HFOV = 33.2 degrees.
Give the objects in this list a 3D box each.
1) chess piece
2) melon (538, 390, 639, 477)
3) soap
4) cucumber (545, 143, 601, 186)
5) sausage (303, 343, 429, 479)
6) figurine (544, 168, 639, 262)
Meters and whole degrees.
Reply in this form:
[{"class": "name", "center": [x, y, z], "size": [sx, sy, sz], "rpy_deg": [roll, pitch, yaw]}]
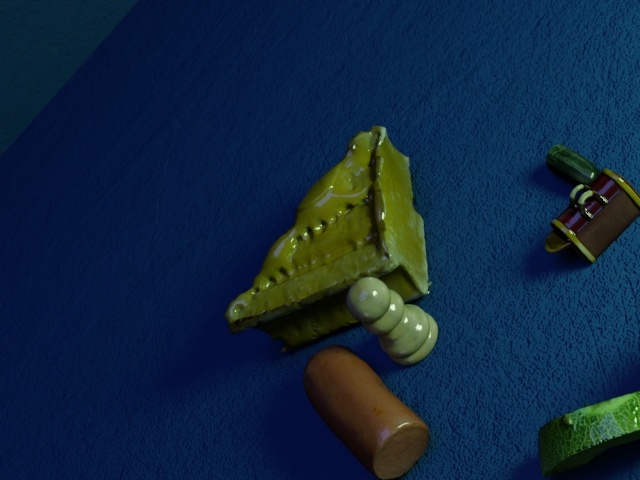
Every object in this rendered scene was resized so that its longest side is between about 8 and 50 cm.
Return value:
[{"class": "chess piece", "center": [0.104, 0.120, 1.668], "size": [0.094, 0.170, 0.094], "rpy_deg": [-21, 50, 27]}, {"class": "melon", "center": [0.373, 0.243, 1.389], "size": [0.209, 0.118, 0.064], "rpy_deg": [-21, 62, 13]}, {"class": "soap", "center": [0.000, 0.000, 1.854], "size": [0.338, 0.169, 0.304], "rpy_deg": [-23, 47, 25]}, {"class": "cucumber", "center": [0.399, -0.111, 1.674], "size": [0.048, 0.048, 0.105], "rpy_deg": [-49, 41, 1]}, {"class": "sausage", "center": [0.056, 0.254, 1.658], "size": [0.113, 0.113, 0.259], "rpy_deg": [-49, 41, 1]}, {"class": "figurine", "center": [0.393, -0.037, 1.587], "size": [0.154, 0.098, 0.082], "rpy_deg": [-44, 45, 2]}]
